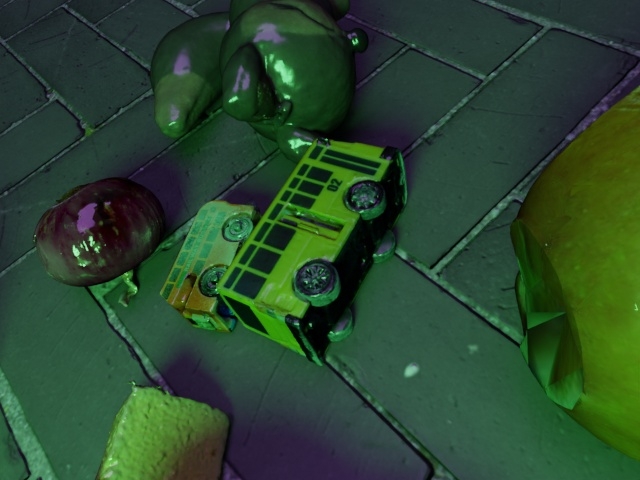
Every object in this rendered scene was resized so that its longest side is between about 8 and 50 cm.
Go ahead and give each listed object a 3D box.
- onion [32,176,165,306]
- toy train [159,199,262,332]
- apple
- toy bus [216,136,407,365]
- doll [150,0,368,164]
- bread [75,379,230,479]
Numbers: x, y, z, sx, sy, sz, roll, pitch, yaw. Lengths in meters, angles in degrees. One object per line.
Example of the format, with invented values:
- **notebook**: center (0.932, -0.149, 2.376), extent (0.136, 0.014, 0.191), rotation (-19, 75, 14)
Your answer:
- **onion**: center (-0.301, -0.010, 0.739), extent (0.177, 0.153, 0.177), rotation (-19, 48, 22)
- **toy train**: center (-0.135, 0.030, 0.715), extent (0.099, 0.072, 0.188), rotation (3, 57, 23)
- **apple**: center (0.337, 0.020, 0.463), extent (0.374, 0.374, 0.384), rotation (-12, 24, 6)
- **toy bus**: center (0.000, 0.000, 0.664), extent (0.150, 0.128, 0.262), rotation (19, 63, 25)
- **doll**: center (-0.101, -0.248, 0.845), extent (0.378, 0.252, 0.382), rotation (-28, 43, 35)
- **bread**: center (-0.181, 0.249, 0.581), extent (0.152, 0.127, 0.147), rotation (19, 55, -13)
